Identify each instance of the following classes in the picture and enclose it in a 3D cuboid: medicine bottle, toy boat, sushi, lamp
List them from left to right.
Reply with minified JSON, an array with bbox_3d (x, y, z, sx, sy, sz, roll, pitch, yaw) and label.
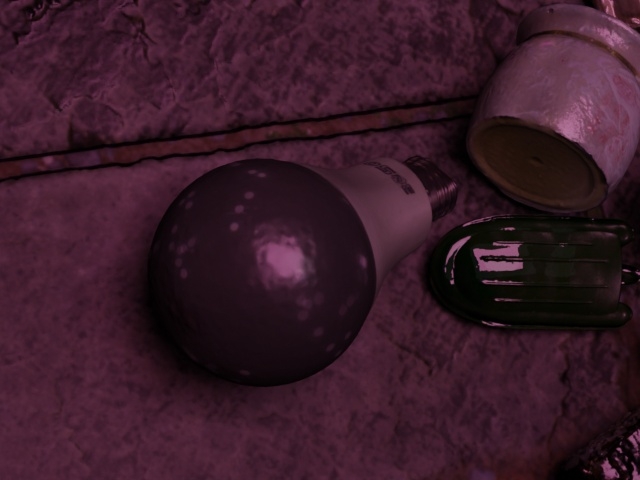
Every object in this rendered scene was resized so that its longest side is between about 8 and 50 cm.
[{"bbox_3d":[-0.015,-0.011,1.304,0.182,0.182,0.314,45,45,-4],"label":"lamp"},{"bbox_3d":[0.197,0.028,1.418,0.210,0.052,0.104,1,93,-19],"label":"toy boat"},{"bbox_3d":[0.218,-0.119,1.414,0.147,0.147,0.143,32,64,-10],"label":"medicine bottle"},{"bbox_3d":[0.285,0.190,1.388,0.150,0.090,0.078,-33,85,-23],"label":"sushi"}]

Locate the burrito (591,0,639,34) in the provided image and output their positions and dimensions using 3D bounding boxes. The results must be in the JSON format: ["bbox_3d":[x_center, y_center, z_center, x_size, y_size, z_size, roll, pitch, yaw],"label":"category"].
[{"bbox_3d":[0.284,-0.286,1.532,0.087,0.060,0.226,-9,78,-18],"label":"burrito"}]
